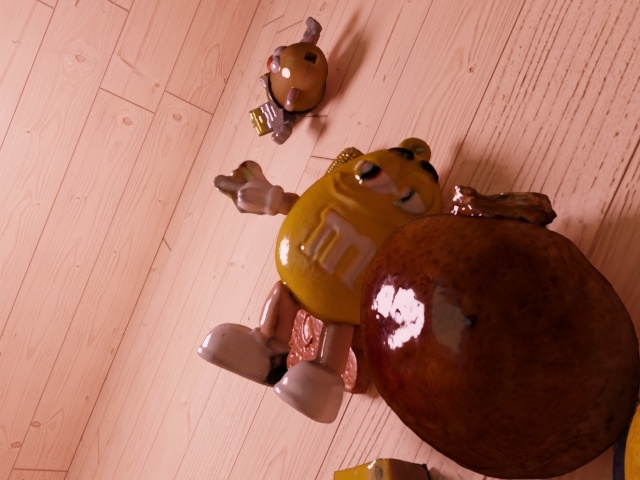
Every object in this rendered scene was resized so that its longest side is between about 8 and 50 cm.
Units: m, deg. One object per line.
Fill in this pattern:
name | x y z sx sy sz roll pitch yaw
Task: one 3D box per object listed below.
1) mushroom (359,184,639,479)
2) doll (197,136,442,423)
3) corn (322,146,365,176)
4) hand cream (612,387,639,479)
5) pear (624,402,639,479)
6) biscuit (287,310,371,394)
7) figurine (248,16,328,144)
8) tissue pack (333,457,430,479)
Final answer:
mushroom | 0.155 0.074 0.437 0.263 0.195 0.283 -9 57 50
doll | 0.005 0.036 0.629 0.161 0.348 0.423 91 180 -75
corn | 0.019 -0.083 0.886 0.231 0.080 0.080 -59 32 12
hand cream | 0.274 0.177 0.351 0.084 0.053 0.142 -12 51 56
pear | 0.276 0.133 0.218 0.209 0.209 0.209 -35 44 43
biscuit | -0.009 0.170 0.793 0.306 0.043 0.284 -48 43 38
figurine | -0.074 -0.408 1.137 0.285 0.167 0.342 -7 87 64
tissue pack | 0.076 0.358 0.510 0.120 0.082 0.169 -41 40 40
